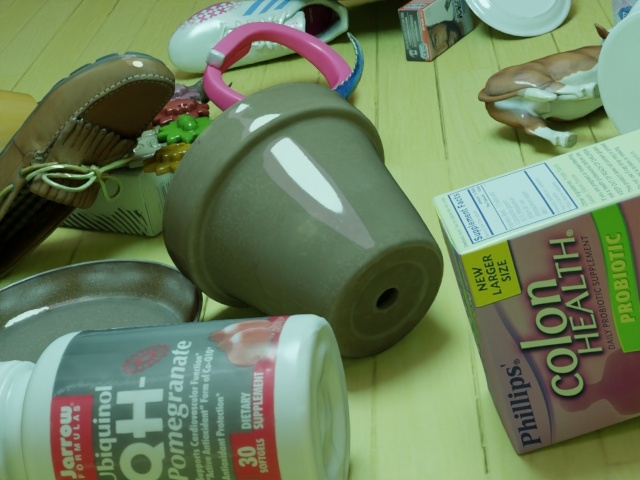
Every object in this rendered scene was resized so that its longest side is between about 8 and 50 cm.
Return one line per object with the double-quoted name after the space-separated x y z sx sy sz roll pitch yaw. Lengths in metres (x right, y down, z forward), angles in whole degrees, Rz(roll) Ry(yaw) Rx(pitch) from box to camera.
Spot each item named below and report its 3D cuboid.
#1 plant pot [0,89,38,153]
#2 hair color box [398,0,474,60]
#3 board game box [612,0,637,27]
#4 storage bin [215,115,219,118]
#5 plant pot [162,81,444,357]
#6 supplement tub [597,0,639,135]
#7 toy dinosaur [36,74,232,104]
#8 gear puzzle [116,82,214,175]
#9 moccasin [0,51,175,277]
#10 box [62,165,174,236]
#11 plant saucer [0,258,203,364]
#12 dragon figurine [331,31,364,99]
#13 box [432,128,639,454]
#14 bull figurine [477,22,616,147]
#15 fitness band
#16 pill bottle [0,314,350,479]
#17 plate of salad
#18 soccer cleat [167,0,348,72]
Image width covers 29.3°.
-0.520 -0.149 1.827 0.188 0.205 0.205 -8 21 -32 "plant pot"
0.200 -0.379 2.096 0.053 0.093 0.167 8 32 34 "hair color box"
0.686 -0.377 1.929 0.319 0.066 0.318 -21 28 -20 "board game box"
-0.097 -0.125 1.705 0.135 0.091 0.098 -3 27 17 "storage bin"
0.000 0.000 1.279 0.263 0.263 0.229 -24 47 -25 "plant pot"
0.524 -0.245 1.529 0.331 0.241 0.241 -31 32 -35 "supplement tub"
-0.301 -0.181 1.909 0.314 0.121 0.160 -6 14 21 "toy dinosaur"
-0.226 -0.152 1.648 0.175 0.044 0.339 -14 25 -10 "gear puzzle"
-0.320 -0.085 1.514 0.380 0.139 0.147 -37 60 16 "moccasin"
-0.312 -0.080 1.694 0.275 0.094 0.113 7 30 33 "box"
-0.276 0.113 1.344 0.311 0.050 0.310 -9 27 5 "plant saucer"
-0.020 -0.144 1.589 0.144 0.289 0.085 18 4 -44 "dragon figurine"
0.248 0.038 1.069 0.243 0.213 0.117 -18 26 2 "box"
0.373 -0.219 1.695 0.310 0.101 0.188 -22 30 -22 "bull figurine"
-0.060 -0.250 1.874 0.209 0.054 0.291 28 33 5 "fitness band"
-0.145 0.160 1.051 0.319 0.176 0.176 -5 27 12 "pill bottle"
0.334 -0.430 2.109 0.200 0.048 0.199 4 65 -9 "plate of salad"
-0.105 -0.374 2.174 0.331 0.116 0.143 -19 21 -17 "soccer cleat"
